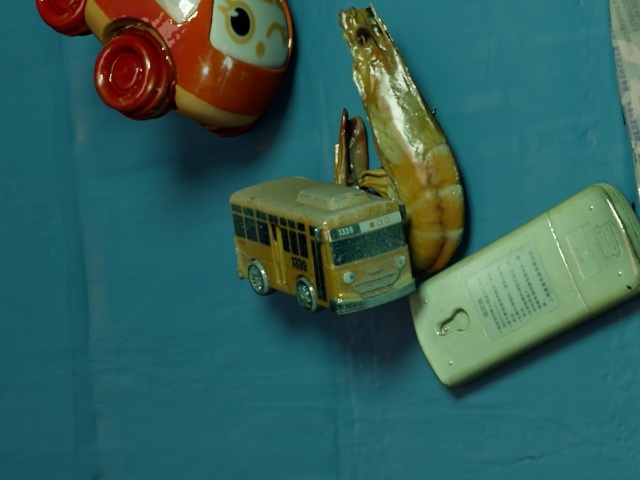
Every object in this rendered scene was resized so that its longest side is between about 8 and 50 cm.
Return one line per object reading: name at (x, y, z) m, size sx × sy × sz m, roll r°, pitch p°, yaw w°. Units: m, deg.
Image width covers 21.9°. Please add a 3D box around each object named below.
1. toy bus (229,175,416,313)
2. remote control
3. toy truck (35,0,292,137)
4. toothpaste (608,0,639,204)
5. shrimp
toy bus at (0.000, 0.000, 1.459) m, size 0.182 × 0.091 × 0.103 m, roll 17°, pitch 118°, yaw 57°
remote control at (0.174, 0.040, 1.393) m, size 0.233 × 0.038 × 0.098 m, roll -32°, pitch 72°, yaw 36°
toy truck at (-0.116, -0.244, 1.529) m, size 0.239 × 0.189 × 0.265 m, roll -48°, pitch 63°, yaw 20°
toothpaste at (0.272, -0.165, 1.295) m, size 0.099 × 0.068 × 0.282 m, roll -8°, pitch 94°, yaw 67°
shrimp at (0.059, -0.086, 1.468) m, size 0.150 × 0.068 × 0.249 m, roll -9°, pitch 91°, yaw 44°
